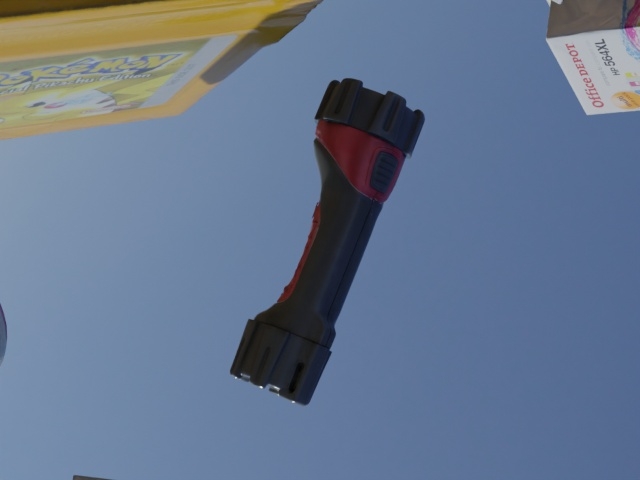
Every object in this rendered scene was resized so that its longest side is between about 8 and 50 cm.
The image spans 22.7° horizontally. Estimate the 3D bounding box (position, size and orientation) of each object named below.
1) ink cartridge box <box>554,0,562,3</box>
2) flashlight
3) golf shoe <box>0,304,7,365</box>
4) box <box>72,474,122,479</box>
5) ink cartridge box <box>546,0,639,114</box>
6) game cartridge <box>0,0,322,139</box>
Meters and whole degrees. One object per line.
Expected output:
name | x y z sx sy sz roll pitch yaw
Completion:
ink cartridge box | 0.083 -0.149 0.438 0.097 0.046 0.207 -62 174 -9
flashlight | 0.000 0.000 1.520 0.103 0.103 0.304 64 48 -82
golf shoe | -0.289 0.071 0.663 0.306 0.115 0.140 -12 -151 13
box | -0.135 0.285 1.246 0.038 0.145 0.186 51 46 -77
ink cartridge box | 0.209 -0.142 1.000 0.143 0.092 0.090 -4 -122 27
game cartridge | -0.170 -0.121 1.033 0.285 0.053 0.323 -10 176 -23
